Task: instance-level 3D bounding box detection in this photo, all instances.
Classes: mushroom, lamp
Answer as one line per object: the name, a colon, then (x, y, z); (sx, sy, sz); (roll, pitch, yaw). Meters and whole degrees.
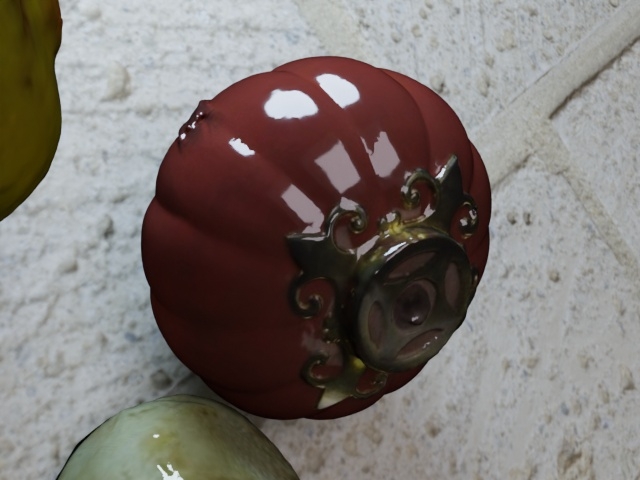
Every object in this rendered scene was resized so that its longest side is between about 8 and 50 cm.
mushroom: (-0.101, 0.228, 0.788); (0.189, 0.164, 0.267); (47, 52, -14)
lamp: (0.000, 0.000, 0.885); (0.303, 0.257, 0.303); (-18, 123, -31)

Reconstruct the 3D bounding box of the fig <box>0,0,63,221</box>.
fig: (-0.334, -0.139, 0.663); (0.343, 0.343, 0.343); (14, 65, -33)
